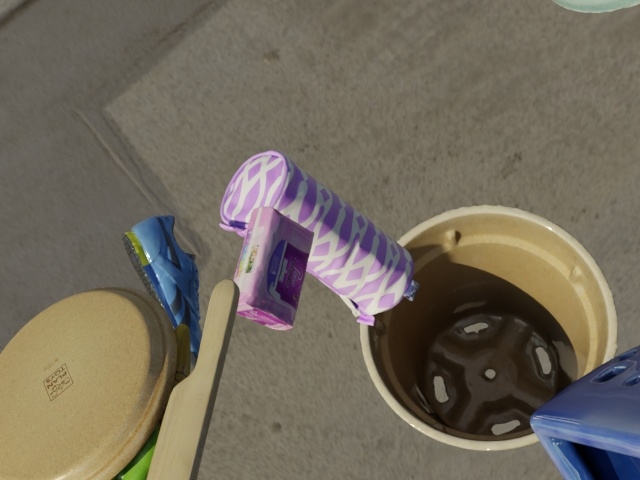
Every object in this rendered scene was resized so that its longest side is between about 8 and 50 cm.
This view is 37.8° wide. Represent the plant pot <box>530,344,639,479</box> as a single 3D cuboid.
[{"bbox_3d":[0.315,0.152,0.585,0.212,0.236,0.236,-35,96,-15],"label":"plant pot"}]

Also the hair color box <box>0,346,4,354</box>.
[{"bbox_3d":[-0.326,0.071,0.700,0.167,0.053,0.093,37,79,10],"label":"hair color box"}]

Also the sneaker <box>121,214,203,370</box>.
[{"bbox_3d":[-0.179,0.067,1.211,0.082,0.069,0.209,-25,96,-23],"label":"sneaker"}]

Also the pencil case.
[{"bbox_3d":[0.000,0.000,0.877,0.086,0.206,0.088,18,74,53],"label":"pencil case"}]

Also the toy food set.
[{"bbox_3d":[-0.122,0.084,0.473,0.192,0.038,0.132,-6,54,28],"label":"toy food set"}]

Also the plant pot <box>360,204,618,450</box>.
[{"bbox_3d":[0.243,0.161,1.361,0.334,0.305,0.334,-4,68,10],"label":"plant pot"}]

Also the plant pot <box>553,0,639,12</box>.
[{"bbox_3d":[0.234,-0.377,0.812,0.293,0.196,0.293,-32,46,41],"label":"plant pot"}]

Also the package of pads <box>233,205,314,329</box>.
[{"bbox_3d":[-0.036,0.021,0.698,0.032,0.050,0.083,-12,57,46],"label":"package of pads"}]
